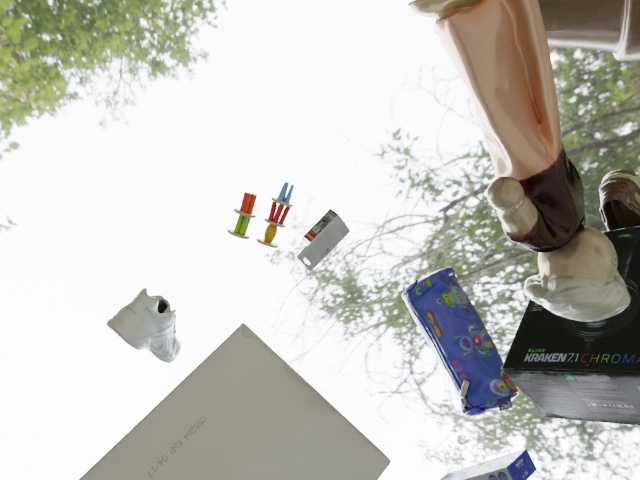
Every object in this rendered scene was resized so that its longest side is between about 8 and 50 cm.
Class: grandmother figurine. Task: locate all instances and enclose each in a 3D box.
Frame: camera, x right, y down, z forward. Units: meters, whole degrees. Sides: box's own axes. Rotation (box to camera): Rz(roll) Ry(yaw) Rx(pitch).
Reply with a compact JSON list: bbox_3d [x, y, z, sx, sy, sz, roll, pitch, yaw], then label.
[{"bbox_3d":[0.189,-0.069,0.552,0.208,0.104,0.342,-45,-66,-42],"label":"grandmother figurine"}]

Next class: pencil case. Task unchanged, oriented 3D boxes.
[{"bbox_3d":[0.272,0.203,1.240,0.133,0.119,0.306,-6,-118,-40],"label":"pencil case"}]

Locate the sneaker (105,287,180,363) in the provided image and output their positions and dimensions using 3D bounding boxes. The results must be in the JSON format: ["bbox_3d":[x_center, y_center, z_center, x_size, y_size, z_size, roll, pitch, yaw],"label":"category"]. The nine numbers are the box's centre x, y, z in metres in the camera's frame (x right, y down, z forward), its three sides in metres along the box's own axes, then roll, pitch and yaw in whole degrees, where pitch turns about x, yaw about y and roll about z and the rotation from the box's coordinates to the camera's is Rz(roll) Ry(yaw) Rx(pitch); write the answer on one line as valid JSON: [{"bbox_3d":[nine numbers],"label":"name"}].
[{"bbox_3d":[-0.185,0.099,0.716,0.054,0.152,0.061,33,-103,15],"label":"sneaker"}]

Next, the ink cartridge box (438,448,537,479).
[{"bbox_3d":[0.315,0.478,1.242,0.097,0.207,0.046,-10,-110,-50],"label":"ink cartridge box"}]

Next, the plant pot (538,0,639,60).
[{"bbox_3d":[0.442,-0.427,1.061,0.229,0.263,0.263,-3,-104,18],"label":"plant pot"}]

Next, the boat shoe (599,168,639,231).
[{"bbox_3d":[0.561,0.003,1.102,0.257,0.095,0.095,51,-135,-14],"label":"boat shoe"}]

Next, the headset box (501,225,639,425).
[{"bbox_3d":[0.439,0.109,0.898,0.131,0.246,0.283,47,-122,-22],"label":"headset box"}]

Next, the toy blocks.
[{"bbox_3d":[-0.127,-0.069,1.385,0.123,0.054,0.148,18,-83,-16],"label":"toy blocks"}]

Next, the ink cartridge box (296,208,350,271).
[{"bbox_3d":[0.000,0.000,1.213,0.115,0.063,0.029,-45,-133,-6],"label":"ink cartridge box"}]

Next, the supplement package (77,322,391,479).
[{"bbox_3d":[-0.101,0.256,0.609,0.204,0.145,0.262,42,-120,8],"label":"supplement package"}]
